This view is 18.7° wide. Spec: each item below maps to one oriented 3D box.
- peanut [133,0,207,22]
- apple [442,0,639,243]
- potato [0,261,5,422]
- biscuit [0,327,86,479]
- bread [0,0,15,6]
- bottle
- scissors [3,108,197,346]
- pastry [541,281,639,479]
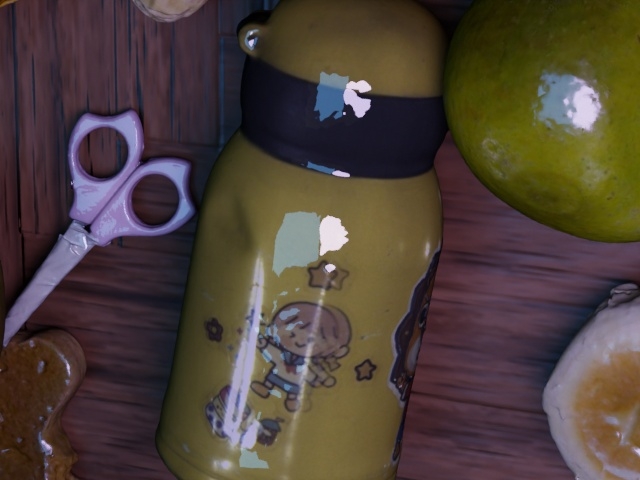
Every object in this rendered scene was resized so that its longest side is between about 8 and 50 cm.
[{"bbox_3d":[-0.083,-0.231,1.324,0.080,0.080,0.174,21,110,15],"label":"peanut"},{"bbox_3d":[0.168,-0.094,1.204,0.157,0.196,0.196,-1,106,42],"label":"apple"},{"bbox_3d":[-0.314,0.094,1.465,0.299,0.116,0.239,-47,51,23],"label":"potato"},{"bbox_3d":[-0.250,0.212,1.534,0.183,0.047,0.319,17,109,17],"label":"biscuit"},{"bbox_3d":[-0.313,-0.242,1.376,0.270,0.143,0.195,11,109,21],"label":"bread"},{"bbox_3d":[0.000,0.000,1.304,0.172,0.171,0.351,18,111,16],"label":"bottle"},{"bbox_3d":[-0.181,0.001,1.448,0.110,0.021,0.212,41,109,3],"label":"scissors"},{"bbox_3d":[0.230,0.107,1.291,0.166,0.088,0.165,8,111,20],"label":"pastry"}]
